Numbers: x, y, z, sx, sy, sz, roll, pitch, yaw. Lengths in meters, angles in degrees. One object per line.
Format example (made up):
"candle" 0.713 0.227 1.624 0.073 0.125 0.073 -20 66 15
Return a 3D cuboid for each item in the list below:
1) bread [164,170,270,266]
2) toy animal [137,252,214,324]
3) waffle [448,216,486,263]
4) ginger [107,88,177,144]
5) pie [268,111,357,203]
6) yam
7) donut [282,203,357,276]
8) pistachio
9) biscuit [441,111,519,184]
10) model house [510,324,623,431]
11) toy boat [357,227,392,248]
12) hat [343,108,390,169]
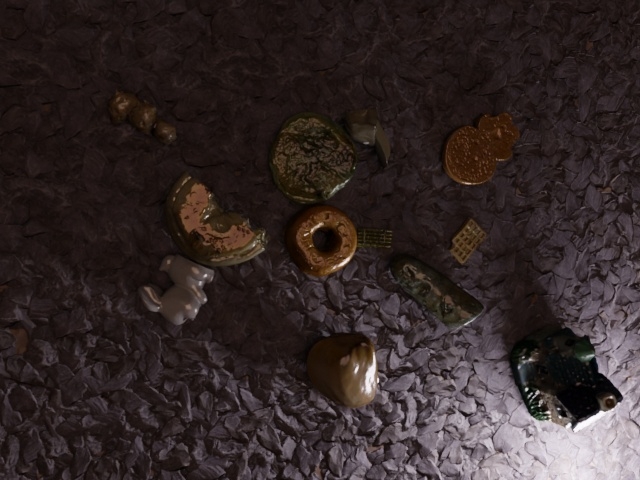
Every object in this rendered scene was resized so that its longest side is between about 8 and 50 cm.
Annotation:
"bread" -0.313 -0.029 1.710 0.314 0.171 0.192 36 83 -13
"toy animal" -0.404 0.132 1.719 0.178 0.127 0.193 35 85 -11
"waffle" 0.480 0.000 1.996 0.092 0.021 0.135 44 81 -14
"ginger" -0.497 -0.341 1.697 0.204 0.080 0.104 25 100 -12
"pie" -0.028 -0.248 1.823 0.277 0.078 0.277 0 91 -13
"yam" 0.359 0.158 1.915 0.330 0.133 0.133 38 83 -11
"donut" 0.001 -0.002 1.825 0.227 0.114 0.226 0 91 -15
"pistachio" 0.071 0.405 1.846 0.213 0.163 0.260 -10 109 7
"biscuit" 0.523 -0.306 1.980 0.289 0.044 0.202 -42 102 -11
"model house" 0.820 0.455 1.978 0.243 0.284 0.298 -23 98 -17
"toy boat" 0.171 -0.008 1.917 0.115 0.016 0.063 3 92 -15
"hat" 0.141 -0.305 1.856 0.144 0.166 0.173 3 117 8
